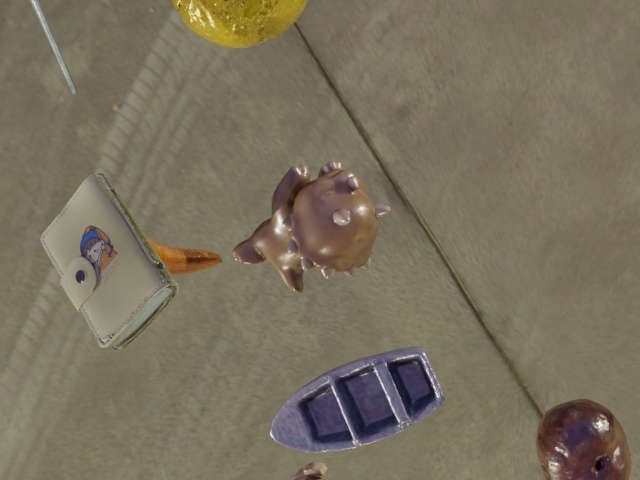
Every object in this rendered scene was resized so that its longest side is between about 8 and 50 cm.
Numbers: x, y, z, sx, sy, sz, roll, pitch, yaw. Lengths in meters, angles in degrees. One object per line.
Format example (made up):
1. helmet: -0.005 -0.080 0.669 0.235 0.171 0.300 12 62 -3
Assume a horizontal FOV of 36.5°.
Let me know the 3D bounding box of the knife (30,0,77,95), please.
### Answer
1. knife: -0.232 -0.215 0.725 0.034 0.260 0.063 -29 55 -15

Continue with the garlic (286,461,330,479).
1. garlic: -0.001 0.579 1.901 0.322 0.322 0.241 -22 102 9

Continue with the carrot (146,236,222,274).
1. carrot: -0.249 0.027 1.530 0.062 0.271 0.066 -3 76 28

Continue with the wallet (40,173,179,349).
1. wallet: -0.216 0.023 0.988 0.110 0.039 0.155 -45 64 19

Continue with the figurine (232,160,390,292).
1. figurine: 0.000 -0.003 1.549 0.247 0.177 0.173 -48 59 20

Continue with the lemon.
1. lemon: -0.144 -0.488 1.792 0.258 0.310 0.258 7 108 21

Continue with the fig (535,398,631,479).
1. fig: 0.429 0.333 1.616 0.145 0.274 0.170 -22 93 8

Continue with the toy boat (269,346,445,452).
1. toy boat: 0.053 0.250 1.496 0.283 0.078 0.127 -23 93 18
